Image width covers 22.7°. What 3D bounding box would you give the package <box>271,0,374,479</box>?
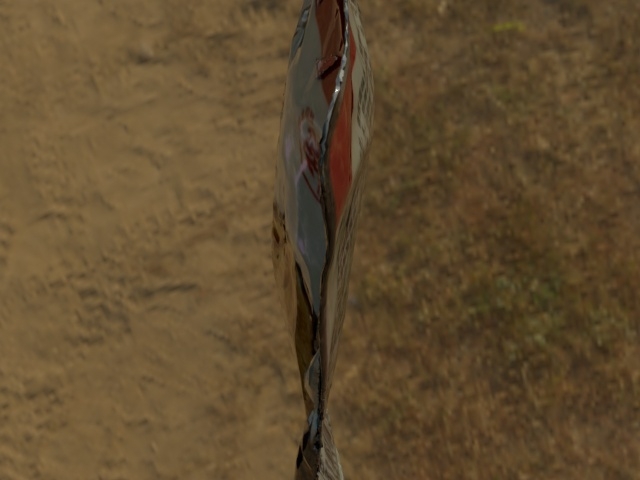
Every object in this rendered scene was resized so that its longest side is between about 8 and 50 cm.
[{"bbox_3d":[0.000,0.000,0.511,0.030,0.239,0.154,-2,50,-6],"label":"package"}]
